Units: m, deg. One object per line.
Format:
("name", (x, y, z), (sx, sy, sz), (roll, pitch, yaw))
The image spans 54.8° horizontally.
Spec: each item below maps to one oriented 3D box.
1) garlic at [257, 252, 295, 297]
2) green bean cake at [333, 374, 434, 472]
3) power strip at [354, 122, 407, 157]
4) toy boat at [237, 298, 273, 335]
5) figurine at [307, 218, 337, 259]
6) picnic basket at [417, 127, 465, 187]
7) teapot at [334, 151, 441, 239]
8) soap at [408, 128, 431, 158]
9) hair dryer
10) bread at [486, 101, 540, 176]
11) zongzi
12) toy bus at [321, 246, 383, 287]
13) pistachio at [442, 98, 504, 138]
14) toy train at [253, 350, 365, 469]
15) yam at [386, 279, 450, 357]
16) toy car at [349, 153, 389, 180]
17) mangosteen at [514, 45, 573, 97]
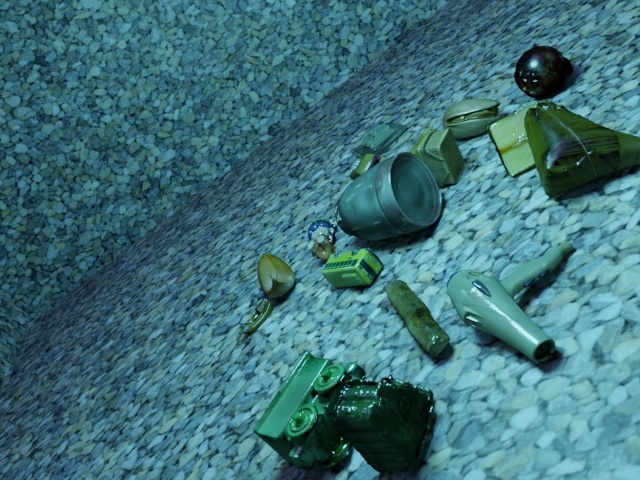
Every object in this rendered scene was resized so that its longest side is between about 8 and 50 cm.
("garlic", (-0.143, 0.131, 2.080), (0.115, 0.128, 0.207), (1, 20, -18))
("green bean cake", (0.133, 0.331, 1.224), (0.107, 0.208, 0.194), (-12, 37, 40))
("power strip", (0.235, -0.430, 2.565), (0.213, 0.065, 0.198), (-42, 26, -9))
("toy boat", (-0.214, 0.256, 2.031), (0.149, 0.049, 0.047), (-49, 27, -20))
("figurine", (0.000, 0.000, 2.119), (0.111, 0.102, 0.195), (-29, 29, 15))
("picnic basket", (0.383, -0.261, 1.947), (0.079, 0.164, 0.115), (-3, 41, 40))
("teapot", (0.207, -0.123, 1.929), (0.314, 0.234, 0.312), (-21, 1, -44))
("soap", (0.297, -0.257, 2.079), (0.252, 0.037, 0.092), (-55, 10, 41))
("hair dryer", (0.436, 0.131, 1.296), (0.298, 0.119, 0.296), (-21, 34, 9))
("bread", (0.620, -0.300, 1.827), (0.167, 0.163, 0.264), (-27, -4, 28))
("zongzi", (0.681, -0.268, 1.547), (0.299, 0.145, 0.274), (-17, 49, 21))
("toy bus", (0.094, 0.085, 1.848), (0.175, 0.088, 0.101), (-11, 38, 51))
("pistachio", (0.508, -0.415, 2.085), (0.152, 0.127, 0.223), (-12, 3, -41))
("toy train", (-0.006, 0.385, 1.398), (0.201, 0.145, 0.266), (-10, 37, 53))
("yam", (0.231, 0.182, 1.508), (0.071, 0.067, 0.317), (-64, 21, 14))
("toy car", (0.182, -0.241, 2.167), (0.101, 0.124, 0.256), (-60, 6, -5))
("mangosteen", (0.717, -0.547, 1.979), (0.183, 0.173, 0.172), (-25, 20, -17))
